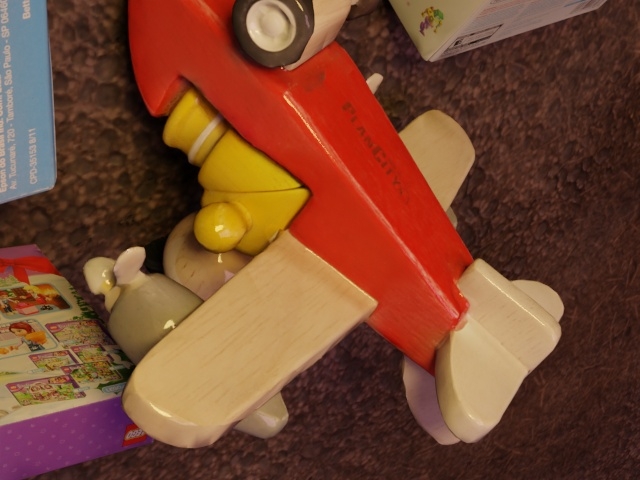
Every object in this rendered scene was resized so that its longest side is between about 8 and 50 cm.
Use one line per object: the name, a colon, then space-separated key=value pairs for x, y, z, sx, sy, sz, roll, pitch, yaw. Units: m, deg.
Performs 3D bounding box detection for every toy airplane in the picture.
toy airplane: x=0.000 y=0.000 z=0.896 sx=0.272 sy=0.384 sz=0.386 roll=-27 pitch=145 yaw=35

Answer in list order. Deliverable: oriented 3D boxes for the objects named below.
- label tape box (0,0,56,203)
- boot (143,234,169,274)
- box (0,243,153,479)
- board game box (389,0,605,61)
label tape box: x=-0.330 y=-0.109 z=0.657 sx=0.348 sy=0.115 sz=0.249 roll=-19 pitch=134 yaw=-31
boot: x=-0.107 y=0.041 z=1.043 sx=0.121 sy=0.045 sz=0.099 roll=-14 pitch=131 yaw=-37
box: x=-0.281 y=0.091 z=0.788 sx=0.293 sy=0.201 sz=0.057 roll=-9 pitch=126 yaw=-39
board game box: x=0.214 y=-0.282 z=0.944 sx=0.224 sy=0.097 sz=0.303 roll=-23 pitch=169 yaw=-33
